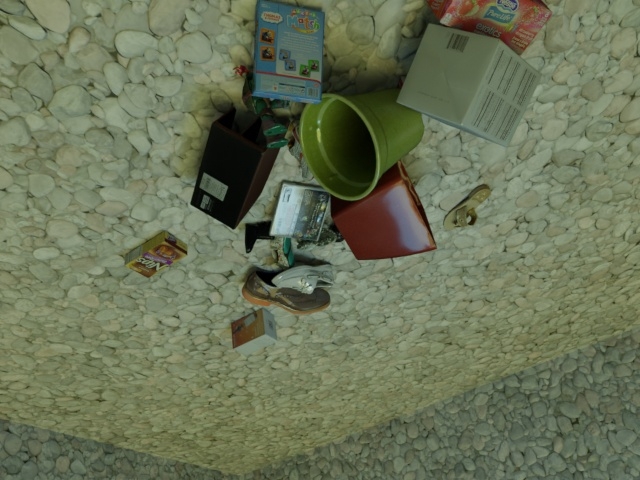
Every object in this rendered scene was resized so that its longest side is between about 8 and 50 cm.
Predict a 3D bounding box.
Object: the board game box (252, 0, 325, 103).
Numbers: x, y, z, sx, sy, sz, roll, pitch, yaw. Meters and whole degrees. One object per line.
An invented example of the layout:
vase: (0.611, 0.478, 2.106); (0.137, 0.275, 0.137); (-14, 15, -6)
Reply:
board game box: (-0.073, -0.433, 1.198); (0.160, 0.211, 0.039); (3, 179, -18)

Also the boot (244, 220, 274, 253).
boot: (-0.203, -0.010, 1.734); (0.099, 0.121, 0.045); (-1, 143, -4)

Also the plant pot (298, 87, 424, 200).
plant pot: (0.127, -0.280, 1.358); (0.254, 0.276, 0.276); (-32, 154, -35)

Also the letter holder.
letter holder: (-0.223, -0.223, 1.465); (0.152, 0.214, 0.301); (30, 133, 0)

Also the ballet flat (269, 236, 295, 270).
ballet flat: (-0.139, 0.024, 1.824); (0.077, 0.091, 0.241); (10, 138, 11)

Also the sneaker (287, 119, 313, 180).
sneaker: (-0.045, -0.266, 1.505); (0.093, 0.088, 0.225); (10, 143, 8)

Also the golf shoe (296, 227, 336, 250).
golf shoe: (0.000, 0.000, 1.823); (0.176, 0.069, 0.086); (-9, 161, 41)

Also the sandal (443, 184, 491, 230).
sandal: (0.528, -0.090, 1.857); (0.088, 0.079, 0.240); (11, 136, -26)

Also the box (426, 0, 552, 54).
box: (0.393, -0.554, 1.217); (0.257, 0.128, 0.122); (10, 136, -25)

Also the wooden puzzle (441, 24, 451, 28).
wooden puzzle: (0.333, -0.535, 1.321); (0.049, 0.006, 0.083); (-24, 140, 14)

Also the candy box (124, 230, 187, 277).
candy box: (-0.559, 0.051, 1.764); (0.187, 0.053, 0.109); (-28, 140, 20)

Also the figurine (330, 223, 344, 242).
figurine: (0.136, -0.058, 1.801); (0.215, 0.092, 0.209); (-1, 148, -14)

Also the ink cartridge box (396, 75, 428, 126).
ink cartridge box: (0.257, -0.385, 1.444); (0.099, 0.056, 0.135); (-2, 140, -12)

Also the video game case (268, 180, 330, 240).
video game case: (-0.065, -0.093, 1.693); (0.173, 0.022, 0.190); (7, 116, -22)

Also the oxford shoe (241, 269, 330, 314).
oxford shoe: (-0.111, 0.193, 2.001); (0.364, 0.130, 0.132); (10, 130, -25)

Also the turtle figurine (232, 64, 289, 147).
turtle figurine: (-0.136, -0.357, 1.289); (0.118, 0.234, 0.175); (-17, 167, 14)

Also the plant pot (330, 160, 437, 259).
plant pot: (0.171, -0.095, 1.552); (0.236, 0.267, 0.267); (-24, 118, 14)

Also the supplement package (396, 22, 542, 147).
supplement package: (0.368, -0.374, 1.271); (0.263, 0.199, 0.198); (5, 113, -48)

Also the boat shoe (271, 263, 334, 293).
boat shoe: (-0.051, 0.150, 1.918); (0.277, 0.096, 0.098); (-5, 156, -40)

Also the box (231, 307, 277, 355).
box: (-0.281, 0.387, 2.185); (0.171, 0.130, 0.091); (-28, 140, 18)
